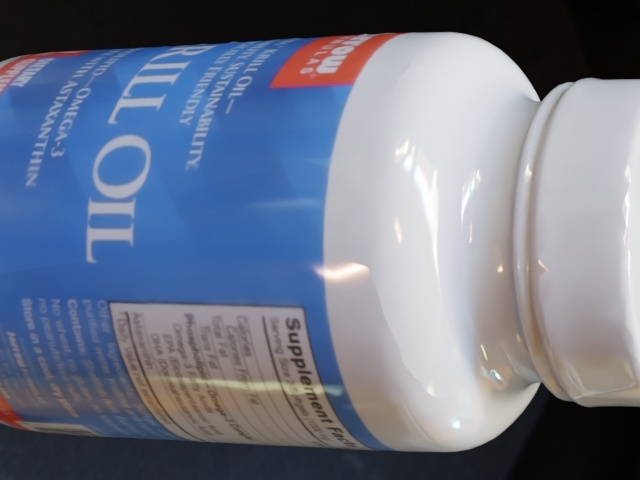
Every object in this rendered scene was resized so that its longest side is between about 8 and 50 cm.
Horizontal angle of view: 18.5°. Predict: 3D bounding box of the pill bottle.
[{"bbox_3d":[0.000,0.000,0.590,0.221,0.124,0.124,-1,133,26],"label":"pill bottle"}]
